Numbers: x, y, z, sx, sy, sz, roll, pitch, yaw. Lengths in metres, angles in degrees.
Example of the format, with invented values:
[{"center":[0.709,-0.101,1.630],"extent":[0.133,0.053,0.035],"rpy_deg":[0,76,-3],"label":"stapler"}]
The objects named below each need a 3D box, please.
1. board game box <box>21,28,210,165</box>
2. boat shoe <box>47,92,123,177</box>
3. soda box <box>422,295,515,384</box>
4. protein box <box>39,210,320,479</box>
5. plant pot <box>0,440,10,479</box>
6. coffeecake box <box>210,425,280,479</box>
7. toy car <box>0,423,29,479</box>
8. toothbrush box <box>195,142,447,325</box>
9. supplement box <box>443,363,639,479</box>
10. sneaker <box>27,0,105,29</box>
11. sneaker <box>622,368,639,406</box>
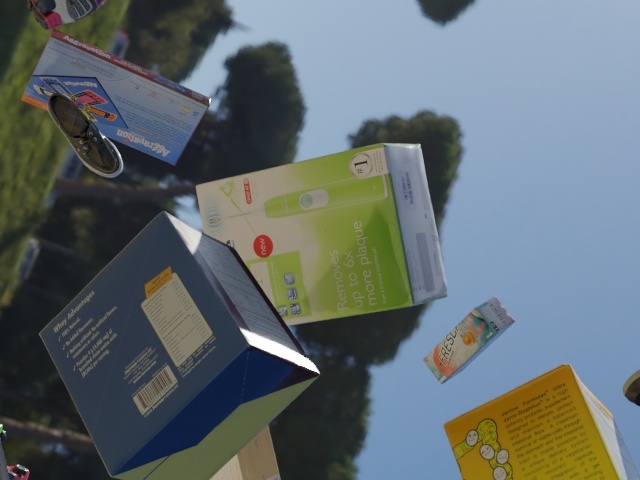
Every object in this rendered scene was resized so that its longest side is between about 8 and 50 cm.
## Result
[{"center":[-0.342,-0.236,2.078],"extent":[0.145,0.281,0.027],"rpy_deg":[-55,-159,34],"label":"board game box"},{"center":[-0.326,-0.144,1.703],"extent":[0.049,0.142,0.040],"rpy_deg":[-41,-179,-6],"label":"boat shoe"},{"center":[0.253,0.173,2.140],"extent":[0.063,0.058,0.183],"rpy_deg":[-25,161,-42],"label":"soda box"},{"center":[-0.151,0.119,1.302],"extent":[0.200,0.136,0.201],"rpy_deg":[-44,-126,11],"label":"protein box"},{"center":[-0.440,0.255,0.931],"extent":[0.334,0.306,0.333],"rpy_deg":[-4,90,-78],"label":"plant pot"},{"center":[-0.147,0.333,1.894],"extent":[0.185,0.068,0.142],"rpy_deg":[4,-70,51],"label":"coffeecake box"},{"center":[-0.483,0.335,1.732],"extent":[0.239,0.053,0.225],"rpy_deg":[-51,162,-54],"label":"toy car"},{"center":[0.000,0.000,1.614],"extent":[0.283,0.122,0.206],"rpy_deg":[-10,-91,29],"label":"toothbrush box"},{"center":[0.327,0.377,1.601],"extent":[0.195,0.194,0.356],"rpy_deg":[-29,-130,14],"label":"supplement box"},{"center":[-0.396,-0.457,1.765],"extent":[0.121,0.112,0.299],"rpy_deg":[36,-35,56],"label":"sneaker"},{"center":[0.572,0.236,1.852],"extent":[0.083,0.222,0.118],"rpy_deg":[87,-7,-48],"label":"sneaker"}]
